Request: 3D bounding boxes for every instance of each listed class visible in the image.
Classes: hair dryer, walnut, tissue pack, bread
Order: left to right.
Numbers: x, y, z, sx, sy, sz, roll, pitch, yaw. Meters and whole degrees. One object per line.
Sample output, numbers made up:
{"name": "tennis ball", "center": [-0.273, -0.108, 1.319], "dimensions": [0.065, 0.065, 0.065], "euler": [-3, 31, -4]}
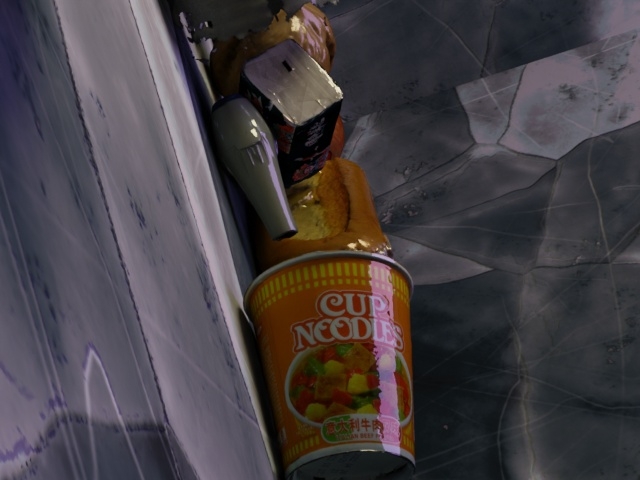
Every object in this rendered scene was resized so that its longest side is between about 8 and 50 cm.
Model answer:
{"name": "hair dryer", "center": [-0.071, -0.053, 1.442], "dimensions": [0.199, 0.067, 0.167], "euler": [89, -21, -65]}
{"name": "walnut", "center": [-0.057, -0.231, 1.602], "dimensions": [0.184, 0.155, 0.155], "euler": [121, -37, -45]}
{"name": "tissue pack", "center": [-0.040, -0.141, 1.475], "dimensions": [0.103, 0.090, 0.170], "euler": [49, -18, 15]}
{"name": "bread", "center": [0.000, 0.000, 1.520], "dimensions": [0.288, 0.152, 0.119], "euler": [-101, 178, -64]}

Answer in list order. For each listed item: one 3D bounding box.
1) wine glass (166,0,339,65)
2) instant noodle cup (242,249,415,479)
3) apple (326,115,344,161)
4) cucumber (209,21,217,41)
{"name": "wine glass", "center": [-0.108, -0.374, 1.360], "dimensions": [0.190, 0.190, 0.357], "euler": [-97, 170, -76]}
{"name": "instant noodle cup", "center": [0.016, 0.129, 1.155], "dimensions": [0.168, 0.168, 0.185], "euler": [68, 13, -56]}
{"name": "apple", "center": [-0.042, -0.146, 1.745], "dimensions": [0.131, 0.146, 0.146], "euler": [41, 30, -68]}
{"name": "cucumber", "center": [-0.090, -0.293, 1.884], "dimensions": [0.191, 0.130, 0.191], "euler": [-17, 90, -83]}
